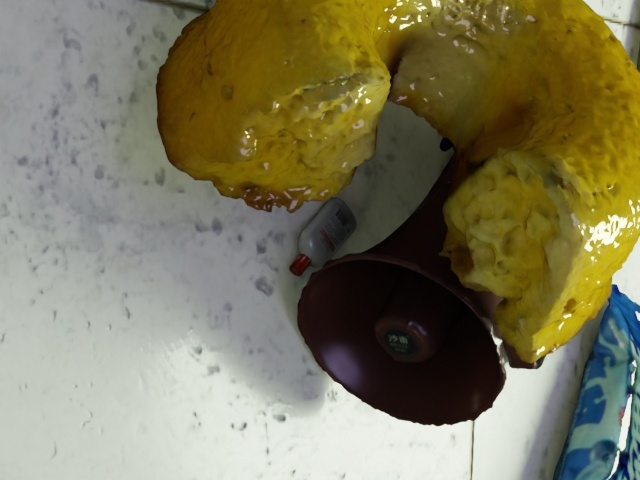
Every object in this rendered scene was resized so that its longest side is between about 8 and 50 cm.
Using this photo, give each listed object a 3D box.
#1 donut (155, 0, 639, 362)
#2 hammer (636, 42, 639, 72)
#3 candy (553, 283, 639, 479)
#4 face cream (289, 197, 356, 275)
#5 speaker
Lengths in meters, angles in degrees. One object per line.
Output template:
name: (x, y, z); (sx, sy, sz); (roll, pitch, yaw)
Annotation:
donut: (0.097, -0.129, 1.675); (0.435, 0.163, 0.378); (24, 43, -14)
hammer: (0.356, -0.206, 2.117); (0.111, 0.043, 0.365); (23, 72, -40)
candy: (0.301, 0.217, 2.025); (0.187, 0.077, 0.331); (38, 62, -38)
face cream: (0.000, 0.000, 1.786); (0.083, 0.021, 0.040); (-50, 120, -33)
speaker: (0.160, 0.033, 1.835); (0.259, 0.198, 0.329); (55, 45, -11)
